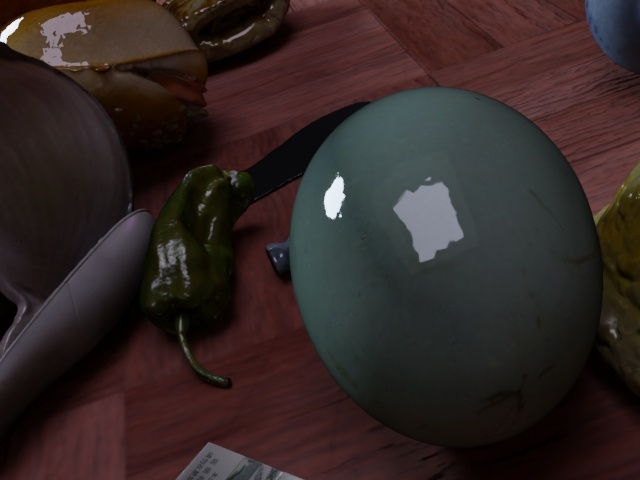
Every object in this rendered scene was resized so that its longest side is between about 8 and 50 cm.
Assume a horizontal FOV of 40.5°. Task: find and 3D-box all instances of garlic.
[{"bbox_3d":[-0.276,-0.033,0.675,0.210,0.292,0.237,-21,7,17],"label":"garlic"}]

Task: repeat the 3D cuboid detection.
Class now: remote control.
[{"bbox_3d":[-0.175,0.064,0.618,0.044,0.073,0.229,28,48,1],"label":"remote control"}]

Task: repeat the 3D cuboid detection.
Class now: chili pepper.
[{"bbox_3d":[-0.097,0.018,0.640,0.073,0.072,0.204,-22,34,24],"label":"chili pepper"}]

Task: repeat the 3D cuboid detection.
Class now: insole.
[{"bbox_3d":[-0.029,-0.074,0.809,0.232,0.003,0.080,-35,35,-24],"label":"insole"}]

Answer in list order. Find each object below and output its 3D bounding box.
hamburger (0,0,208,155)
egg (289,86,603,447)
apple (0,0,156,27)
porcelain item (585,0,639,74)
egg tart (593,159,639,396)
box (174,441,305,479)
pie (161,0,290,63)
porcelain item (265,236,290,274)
[{"bbox_3d":[-0.224,-0.153,0.858,0.237,0.147,0.237,-13,0,0],"label":"hamburger"},{"bbox_3d":[0.066,0.009,0.481,0.168,0.168,0.231,-13,36,8],"label":"egg"},{"bbox_3d":[-0.354,-0.291,1.055,0.301,0.301,0.301,-13,32,8],"label":"apple"},{"bbox_3d":[0.299,-0.227,0.764,0.141,0.141,0.259,-10,25,12],"label":"porcelain item"},{"bbox_3d":[0.247,0.002,0.480,0.232,0.098,0.252,9,38,31],"label":"egg tart"},{"bbox_3d":[-0.044,0.145,0.466,0.083,0.024,0.054,10,41,37],"label":"box"},{"bbox_3d":[-0.134,-0.283,1.102,0.205,0.084,0.179,-28,29,-3],"label":"pie"},{"bbox_3d":[0.000,0.000,0.658,0.083,0.028,0.036,-25,30,-13],"label":"porcelain item"}]
